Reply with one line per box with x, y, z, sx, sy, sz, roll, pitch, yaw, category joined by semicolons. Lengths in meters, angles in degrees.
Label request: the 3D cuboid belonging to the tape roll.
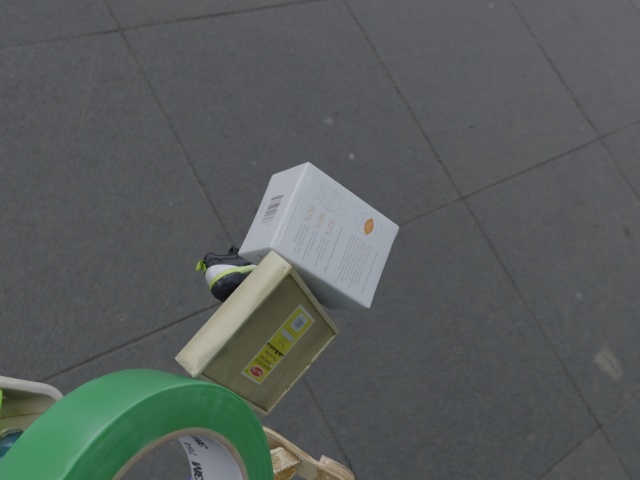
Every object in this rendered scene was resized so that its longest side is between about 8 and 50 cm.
-0.164;0.282;0.612;0.321;0.077;0.321;-14;106;-57;tape roll

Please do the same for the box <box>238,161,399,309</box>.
0.000;0.000;0.907;0.170;0.091;0.130;34;66;-26;box

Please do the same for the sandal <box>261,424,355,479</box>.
-0.068;0.371;1.091;0.240;0.088;0.079;19;44;13;sandal

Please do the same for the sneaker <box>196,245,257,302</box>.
-0.125;0.041;1.244;0.234;0.084;0.097;-8;54;-52;sneaker

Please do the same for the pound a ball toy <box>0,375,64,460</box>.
-0.403;0.256;0.644;0.136;0.319;0.208;40;42;-58;pound a ball toy

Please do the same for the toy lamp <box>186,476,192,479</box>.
-0.142;0.493;1.048;0.080;0.080;0.275;-15;54;-32;toy lamp

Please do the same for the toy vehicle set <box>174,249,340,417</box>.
-0.067;0.133;0.877;0.035;0.267;0.166;37;79;26;toy vehicle set
